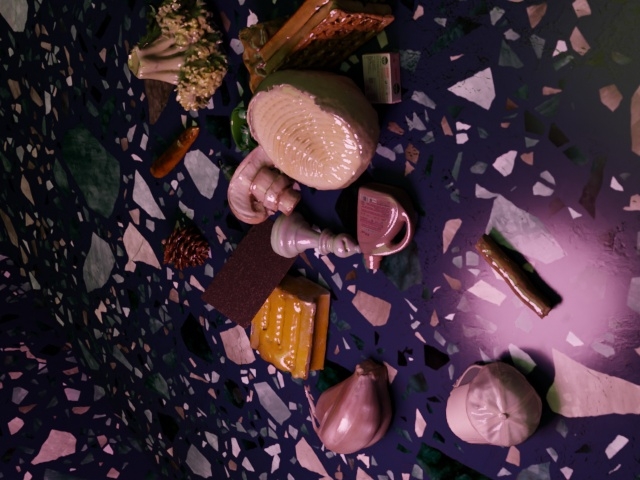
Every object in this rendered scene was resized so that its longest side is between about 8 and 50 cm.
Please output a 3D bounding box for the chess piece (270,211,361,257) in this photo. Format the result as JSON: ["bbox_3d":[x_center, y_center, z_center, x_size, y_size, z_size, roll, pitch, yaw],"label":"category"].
[{"bbox_3d":[0.000,0.000,2.025,0.272,0.139,0.139,11,114,30],"label":"chess piece"}]

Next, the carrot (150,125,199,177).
[{"bbox_3d":[-0.496,-0.311,2.416,0.314,0.066,0.066,-35,80,42],"label":"carrot"}]

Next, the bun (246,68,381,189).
[{"bbox_3d":[-0.003,-0.308,1.812,0.364,0.202,0.364,22,147,15],"label":"bun"}]

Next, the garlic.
[{"bbox_3d":[0.060,0.527,2.083,0.340,0.231,0.245,-29,88,40],"label":"garlic"}]

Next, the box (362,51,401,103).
[{"bbox_3d":[0.155,-0.409,1.762,0.089,0.043,0.125,11,113,41],"label":"box"}]

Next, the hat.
[{"bbox_3d":[0.419,0.430,1.757,0.275,0.161,0.232,-36,76,48],"label":"hat"}]

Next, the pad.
[{"bbox_3d":[-0.207,0.092,2.163,0.220,0.330,0.004,30,169,34],"label":"pad"}]

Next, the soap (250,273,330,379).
[{"bbox_3d":[-0.101,0.256,2.192,0.259,0.143,0.281,24,122,33],"label":"soap"}]

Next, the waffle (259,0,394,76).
[{"bbox_3d":[0.010,-0.512,1.741,0.308,0.213,0.091,-28,77,47],"label":"waffle"}]

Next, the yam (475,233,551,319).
[{"bbox_3d":[0.459,0.084,1.659,0.241,0.057,0.056,51,133,19],"label":"yam"}]

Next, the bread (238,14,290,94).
[{"bbox_3d":[-0.131,-0.477,1.942,0.152,0.130,0.267,-9,101,13],"label":"bread"}]

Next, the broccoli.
[{"bbox_3d":[-0.452,-0.556,2.116,0.293,0.281,0.347,-5,102,44],"label":"broccoli"}]

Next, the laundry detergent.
[{"bbox_3d":[0.175,-0.027,1.867,0.171,0.076,0.237,18,117,38],"label":"laundry detergent"}]

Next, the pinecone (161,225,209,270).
[{"bbox_3d":[-0.474,0.029,2.463,0.174,0.174,0.173,18,117,38],"label":"pinecone"}]

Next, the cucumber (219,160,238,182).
[{"bbox_3d":[-0.247,-0.181,2.226,0.250,0.056,0.056,43,131,20],"label":"cucumber"}]

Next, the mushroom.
[{"bbox_3d":[-0.146,-0.158,2.046,0.195,0.189,0.253,33,94,1],"label":"mushroom"}]

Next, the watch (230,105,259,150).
[{"bbox_3d":[-0.201,-0.352,2.090,0.152,0.131,0.165,33,133,53],"label":"watch"}]
